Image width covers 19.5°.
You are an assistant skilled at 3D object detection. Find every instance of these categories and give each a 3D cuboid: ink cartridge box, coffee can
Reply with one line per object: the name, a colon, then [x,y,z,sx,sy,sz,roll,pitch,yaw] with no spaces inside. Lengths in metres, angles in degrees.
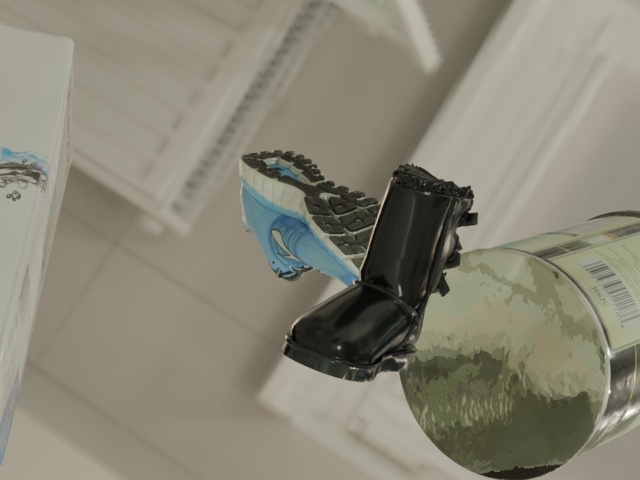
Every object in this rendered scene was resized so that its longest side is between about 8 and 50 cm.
ink cartridge box: [-0.255,-0.005,1.149,0.171,0.168,0.232,108,-7,-64]
coffee can: [0.224,0.087,1.672,0.275,0.201,0.201,-12,131,-55]

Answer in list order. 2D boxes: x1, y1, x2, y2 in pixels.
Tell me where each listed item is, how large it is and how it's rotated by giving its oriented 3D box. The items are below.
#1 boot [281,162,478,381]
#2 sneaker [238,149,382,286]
boot: [0.031,0.014,0.893,0.121,0.045,0.099,-1,113,-65]
sneaker: [0.000,0.000,1.261,0.063,0.162,0.073,-9,123,-34]
